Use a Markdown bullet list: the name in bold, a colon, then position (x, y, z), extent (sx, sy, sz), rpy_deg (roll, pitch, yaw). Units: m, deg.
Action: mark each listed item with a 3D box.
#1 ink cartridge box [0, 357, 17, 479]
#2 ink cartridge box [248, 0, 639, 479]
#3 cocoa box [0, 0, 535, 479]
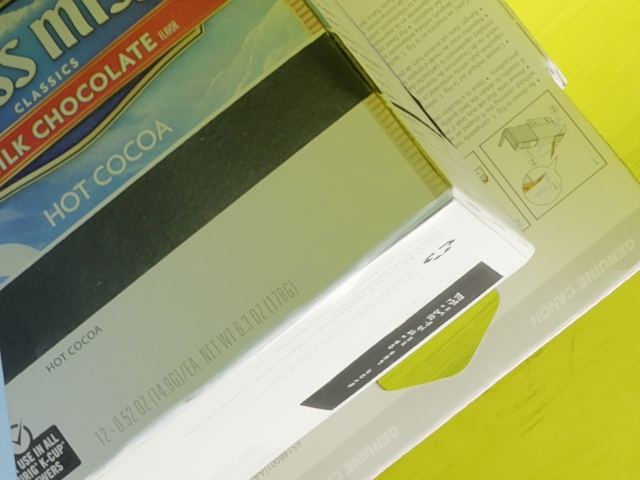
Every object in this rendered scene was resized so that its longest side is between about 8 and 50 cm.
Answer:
- **ink cartridge box**: position (-0.242, 0.054, 0.649), extent (0.151, 0.395, 0.270), rpy_deg (-9, -179, 28)
- **ink cartridge box**: position (0.024, -0.010, 1.138), extent (0.296, 0.261, 0.066), rpy_deg (-39, 164, 10)
- **cocoa box**: position (-0.108, 0.012, 0.967), extent (0.347, 0.228, 0.231), rpy_deg (-38, 165, 7)
